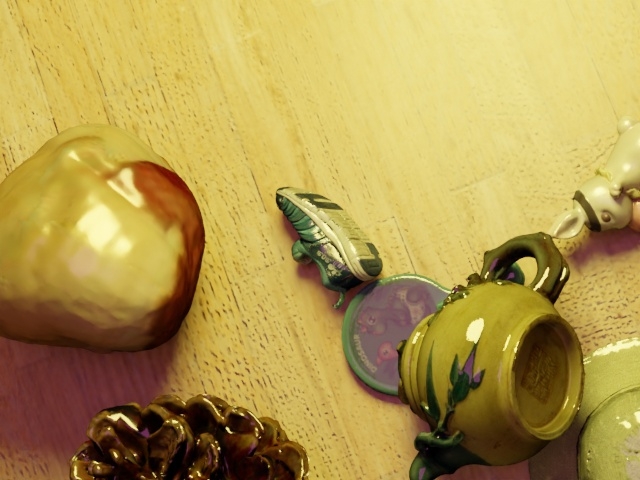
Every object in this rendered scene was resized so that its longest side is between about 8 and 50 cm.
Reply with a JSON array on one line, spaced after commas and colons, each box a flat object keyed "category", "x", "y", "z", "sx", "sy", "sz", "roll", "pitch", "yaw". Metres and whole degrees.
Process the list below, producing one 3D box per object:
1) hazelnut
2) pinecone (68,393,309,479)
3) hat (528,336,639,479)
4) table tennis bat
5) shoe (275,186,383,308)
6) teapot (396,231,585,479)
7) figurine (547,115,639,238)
[{"category": "hazelnut", "x": -0.238, "y": 0.020, "z": 1.653, "sx": 0.261, "sy": 0.241, "sz": 0.261, "roll": -5, "pitch": 49, "yaw": 6}, {"category": "pinecone", "x": -0.123, "y": 0.257, "z": 1.554, "sx": 0.243, "sy": 0.257, "sz": 0.244, "roll": -1, "pitch": 65, "yaw": 1}, {"category": "hat", "x": 0.319, "y": 0.206, "z": 1.536, "sx": 0.257, "sy": 0.130, "sz": 0.257, "roll": -2, "pitch": 78, "yaw": 12}, {"category": "table tennis bat", "x": 0.116, "y": 0.078, "z": 1.655, "sx": 0.201, "sy": 0.033, "sz": 0.124, "roll": -30, "pitch": 80, "yaw": 8}, {"category": "shoe", "x": 0.000, "y": 0.000, "z": 1.682, "sx": 0.071, "sy": 0.064, "sz": 0.143, "roll": -48, "pitch": 68, "yaw": 18}, {"category": "teapot", "x": 0.150, "y": 0.114, "z": 1.563, "sx": 0.182, "sy": 0.173, "sz": 0.269, "roll": -1, "pitch": 62, "yaw": 43}, {"category": "figurine", "x": 0.303, "y": -0.041, "z": 1.615, "sx": 0.098, "sy": 0.081, "sz": 0.146, "roll": 33, "pitch": 86, "yaw": 15}]
